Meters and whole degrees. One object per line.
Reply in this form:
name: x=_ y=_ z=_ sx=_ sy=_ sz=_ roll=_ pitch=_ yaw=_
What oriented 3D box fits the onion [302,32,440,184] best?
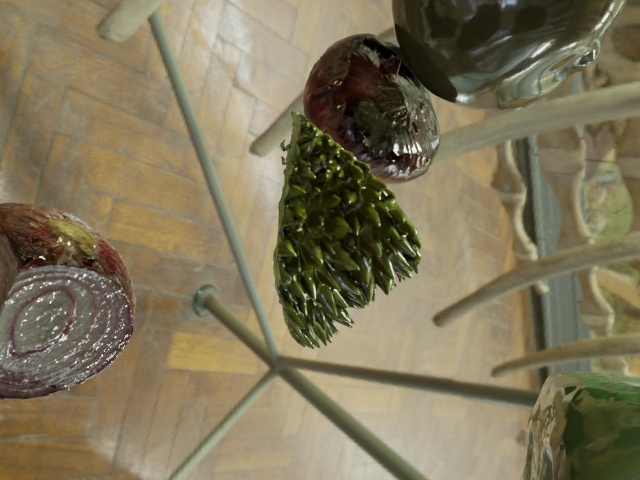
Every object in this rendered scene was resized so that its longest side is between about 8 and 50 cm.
onion: x=0.074 y=-0.208 z=1.262 sx=0.272 sy=0.195 sz=0.271 roll=22 pitch=55 yaw=-35

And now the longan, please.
longan: x=0.274 y=-0.361 z=1.102 sx=0.361 sy=0.361 sz=0.360 roll=-19 pitch=114 yaw=-50

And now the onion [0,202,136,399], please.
onion: x=-0.346 y=0.060 z=0.940 sx=0.206 sy=0.207 sz=0.216 roll=13 pitch=119 yaw=-47

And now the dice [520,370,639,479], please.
dice: x=0.320 y=0.278 z=0.579 sx=0.330 sy=0.319 sz=0.322 roll=39 pitch=59 yaw=-77

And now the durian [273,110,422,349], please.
durian: x=-0.009 y=0.007 z=0.836 sx=0.163 sy=0.198 sz=0.394 roll=-38 pitch=167 yaw=-9
